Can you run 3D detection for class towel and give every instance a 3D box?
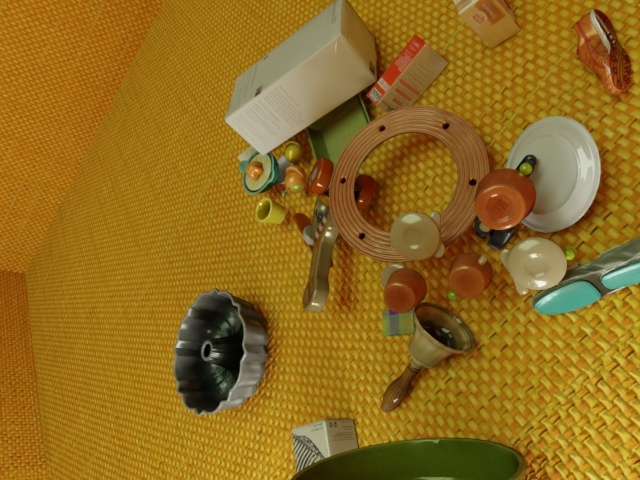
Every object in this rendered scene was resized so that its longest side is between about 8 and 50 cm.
[{"bbox_3d":[0.166,0.170,1.081,0.083,0.009,0.060,-18,66,42],"label":"towel"}]

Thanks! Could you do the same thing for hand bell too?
[{"bbox_3d":[0.179,0.249,0.997,0.126,0.126,0.242,55,128,40],"label":"hand bell"}]

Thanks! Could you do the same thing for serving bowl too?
[{"bbox_3d":[-0.098,-0.197,1.452,0.083,0.027,0.083,-16,67,42],"label":"serving bowl"}]

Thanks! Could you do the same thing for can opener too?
[{"bbox_3d":[0.337,-0.073,0.930,0.073,0.059,0.186,23,122,7],"label":"can opener"}]

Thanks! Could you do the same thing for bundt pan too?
[{"bbox_3d":[-0.257,0.300,1.383,0.330,0.124,0.331,-17,65,42],"label":"bundt pan"}]

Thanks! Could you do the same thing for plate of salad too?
[{"bbox_3d":[0.402,-0.114,0.894,0.200,0.048,0.200,5,96,64],"label":"plate of salad"}]

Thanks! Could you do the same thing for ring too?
[{"bbox_3d":[0.172,-0.116,1.044,0.336,0.032,0.337,-9,70,26],"label":"ring"}]

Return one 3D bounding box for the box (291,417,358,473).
[{"bbox_3d":[0.023,0.516,1.052,0.113,0.094,0.275,-31,56,35],"label":"box"}]

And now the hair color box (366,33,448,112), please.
[{"bbox_3d":[0.196,-0.366,1.163,0.167,0.093,0.053,-49,47,22],"label":"hair color box"}]

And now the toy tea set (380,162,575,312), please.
[{"bbox_3d":[0.244,0.007,0.890,0.336,0.124,0.200,-19,97,30],"label":"toy tea set"}]

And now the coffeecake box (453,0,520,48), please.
[{"bbox_3d":[0.321,-0.509,1.046,0.068,0.142,0.186,-29,59,36],"label":"coffeecake box"}]

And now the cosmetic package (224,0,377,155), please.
[{"bbox_3d":[-0.050,-0.415,1.318,0.385,0.156,0.217,-29,39,29],"label":"cosmetic package"}]

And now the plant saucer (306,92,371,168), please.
[{"bbox_3d":[0.058,-0.274,1.307,0.188,0.045,0.188,-36,54,32],"label":"plant saucer"}]

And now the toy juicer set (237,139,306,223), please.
[{"bbox_3d":[-0.146,-0.217,1.421,0.209,0.089,0.329,-48,48,24],"label":"toy juicer set"}]

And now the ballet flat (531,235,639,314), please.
[{"bbox_3d":[0.438,0.055,0.816,0.213,0.072,0.068,-31,30,34],"label":"ballet flat"}]

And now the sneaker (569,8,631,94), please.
[{"bbox_3d":[0.485,-0.319,0.892,0.067,0.064,0.175,-44,42,53],"label":"sneaker"}]

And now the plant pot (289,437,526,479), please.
[{"bbox_3d":[0.155,0.525,0.771,0.366,0.366,0.353,-17,78,41],"label":"plant pot"}]

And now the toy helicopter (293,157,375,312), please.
[{"bbox_3d":[0.000,0.000,1.204,0.235,0.140,0.355,141,143,-59],"label":"toy helicopter"}]
